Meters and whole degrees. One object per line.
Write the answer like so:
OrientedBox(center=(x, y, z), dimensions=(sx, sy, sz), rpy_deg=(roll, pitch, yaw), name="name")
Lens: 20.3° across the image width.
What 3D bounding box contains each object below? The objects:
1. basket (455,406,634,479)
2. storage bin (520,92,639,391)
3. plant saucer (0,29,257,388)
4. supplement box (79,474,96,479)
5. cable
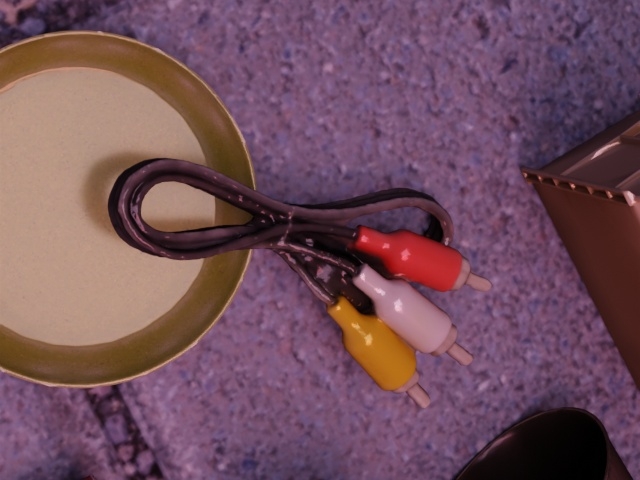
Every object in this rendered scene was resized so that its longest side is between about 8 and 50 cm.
OrientedBox(center=(0.197, 0.266, 1.268), dimensions=(0.154, 0.204, 0.227), rpy_deg=(-24, 114, 33), name="basket")
OrientedBox(center=(0.279, 0.041, 1.219), dimensions=(0.123, 0.260, 0.262), rpy_deg=(-29, 101, -7), name="storage bin")
OrientedBox(center=(-0.163, -0.021, 1.214), dimensions=(0.241, 0.037, 0.241), rpy_deg=(-1, 95, -14), name="plant saucer")
OrientedBox(center=(-0.230, 0.266, 1.167), dimensions=(0.239, 0.130, 0.073), rpy_deg=(-23, 144, -11), name="supplement box")
OrientedBox(center=(0.000, 0.000, 1.211), dimensions=(0.287, 0.072, 0.139), rpy_deg=(30, 84, -33), name="cable")
